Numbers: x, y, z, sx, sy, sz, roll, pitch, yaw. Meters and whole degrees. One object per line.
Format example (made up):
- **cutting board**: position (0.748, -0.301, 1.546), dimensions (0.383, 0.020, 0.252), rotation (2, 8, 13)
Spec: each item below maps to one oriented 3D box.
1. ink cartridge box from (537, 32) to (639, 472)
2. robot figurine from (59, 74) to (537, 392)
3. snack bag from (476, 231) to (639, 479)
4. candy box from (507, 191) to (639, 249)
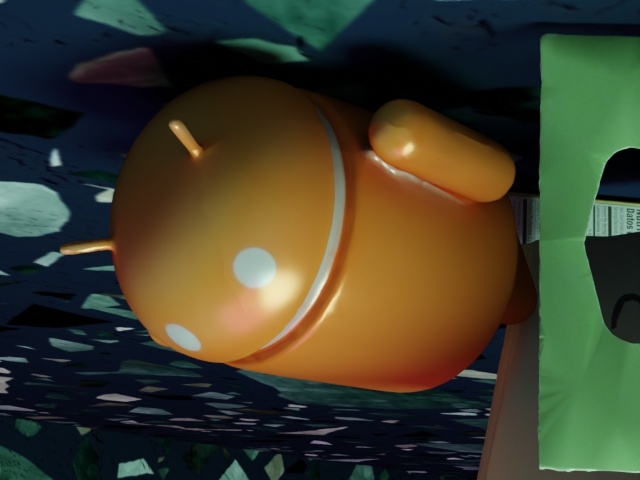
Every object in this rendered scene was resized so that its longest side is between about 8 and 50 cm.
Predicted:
- **ink cartridge box**: position (0.195, -0.003, 0.425), dimensions (0.235, 0.171, 0.056), rotation (3, 163, 3)
- **robot figurine**: position (-0.001, 0.001, 0.568), dimensions (0.219, 0.128, 0.158), rotation (15, 179, -40)
- **snack bag**: position (0.214, 0.080, 0.507), dimensions (0.343, 0.323, 0.037), rotation (-6, 131, 25)
- **candy box**: position (0.084, 0.008, 0.732), dimensions (0.187, 0.053, 0.109), rotation (6, 166, -6)
